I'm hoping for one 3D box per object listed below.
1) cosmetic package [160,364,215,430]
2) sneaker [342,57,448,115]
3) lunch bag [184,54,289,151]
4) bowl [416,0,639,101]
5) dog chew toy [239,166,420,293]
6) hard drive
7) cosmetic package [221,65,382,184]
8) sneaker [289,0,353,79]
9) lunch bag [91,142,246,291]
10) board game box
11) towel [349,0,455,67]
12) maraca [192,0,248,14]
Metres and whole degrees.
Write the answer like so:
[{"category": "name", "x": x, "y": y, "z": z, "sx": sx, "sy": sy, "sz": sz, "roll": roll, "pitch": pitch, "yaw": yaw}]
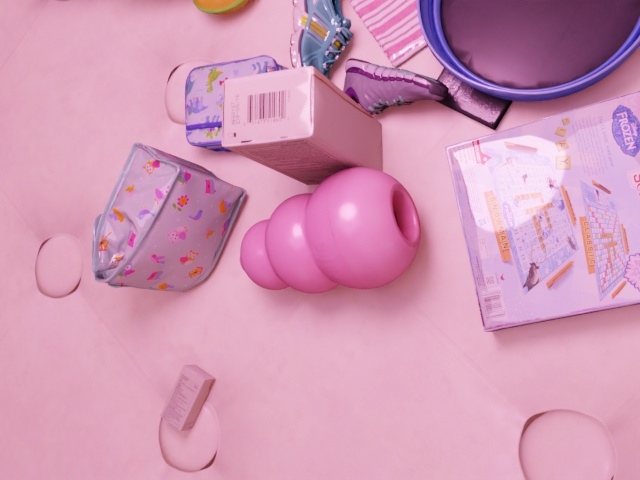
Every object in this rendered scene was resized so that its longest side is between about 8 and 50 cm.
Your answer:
[{"category": "cosmetic package", "x": -0.260, "y": 0.307, "z": 1.352, "sx": 0.060, "sy": 0.041, "sz": 0.115, "roll": 30, "pitch": 96, "yaw": 25}, {"category": "sneaker", "x": 0.127, "y": -0.256, "z": 1.229, "sx": 0.224, "sy": 0.083, "sz": 0.098, "roll": 27, "pitch": 107, "yaw": 42}, {"category": "lunch bag", "x": -0.161, "y": -0.262, "z": 1.356, "sx": 0.219, "sy": 0.090, "sz": 0.176, "roll": 1, "pitch": 86, "yaw": 25}, {"category": "bowl", "x": 0.356, "y": -0.412, "z": 1.134, "sx": 0.391, "sy": 0.077, "sz": 0.390, "roll": -4, "pitch": 79, "yaw": 20}, {"category": "dog chew toy", "x": 0.000, "y": 0.000, "z": 1.195, "sx": 0.332, "sy": 0.207, "sz": 0.206, "roll": -16, "pitch": 77, "yaw": 29}, {"category": "hard drive", "x": 0.269, "y": -0.263, "z": 1.198, "sx": 0.135, "sy": 0.022, "sz": 0.094, "roll": 33, "pitch": 97, "yaw": 24}, {"category": "cosmetic package", "x": -0.018, "y": -0.179, "z": 1.159, "sx": 0.160, "sy": 0.309, "sz": 0.113, "roll": -2, "pitch": 83, "yaw": 23}, {"category": "sneaker", "x": 0.005, "y": -0.376, "z": 1.284, "sx": 0.110, "sy": 0.107, "sz": 0.275, "roll": 0, "pitch": 88, "yaw": 16}, {"category": "lunch bag", "x": -0.296, "y": -0.025, "z": 1.311, "sx": 0.160, "sy": 0.223, "sz": 0.262, "roll": 31, "pitch": 98, "yaw": 30}, {"category": "board game box", "x": 0.387, "y": -0.039, "z": 1.093, "sx": 0.318, "sy": 0.066, "sz": 0.318, "roll": -14, "pitch": 78, "yaw": 22}, {"category": "towel", "x": 0.144, "y": -0.434, "z": 1.272, "sx": 0.144, "sy": 0.029, "sz": 0.197, "roll": -35, "pitch": 71, "yaw": 17}, {"category": "maraca", "x": -0.176, "y": -0.525, "z": 1.391, "sx": 0.186, "sy": 0.099, "sz": 0.127, "roll": -28, "pitch": 69, "yaw": 2}]
